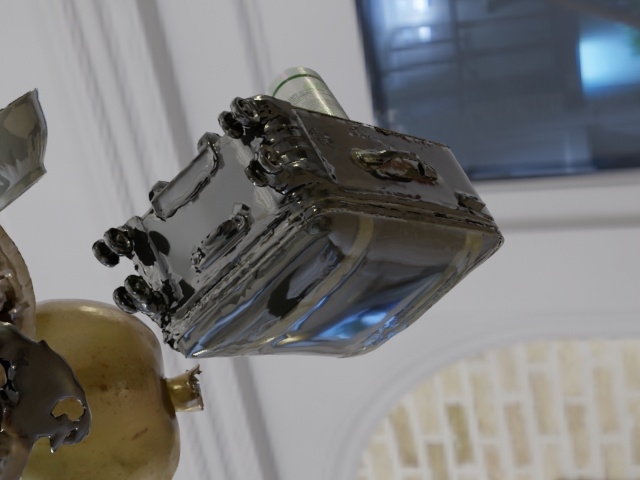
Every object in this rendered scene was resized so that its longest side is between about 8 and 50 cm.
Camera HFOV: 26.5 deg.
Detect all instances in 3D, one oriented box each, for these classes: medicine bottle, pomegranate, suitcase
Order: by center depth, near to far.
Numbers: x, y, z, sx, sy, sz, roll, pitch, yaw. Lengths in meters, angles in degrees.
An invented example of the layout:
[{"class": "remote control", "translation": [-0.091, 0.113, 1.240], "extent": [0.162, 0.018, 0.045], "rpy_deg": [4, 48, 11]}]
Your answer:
[{"class": "suitcase", "translation": [0.000, 0.000, 1.485], "extent": [0.434, 0.283, 0.194], "rpy_deg": [6, -132, -53]}, {"class": "pomegranate", "translation": [-0.296, 0.206, 1.637], "extent": [0.319, 0.319, 0.319], "rpy_deg": [-3, -90, -72]}, {"class": "medicine bottle", "translation": [-0.009, -0.148, 1.719], "extent": [0.183, 0.086, 0.086], "rpy_deg": [-119, 13, -58]}]

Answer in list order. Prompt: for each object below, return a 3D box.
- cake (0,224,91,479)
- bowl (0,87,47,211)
[{"class": "cake", "translation": [-0.295, 0.120, 0.899], "extent": [0.332, 0.321, 0.332], "rpy_deg": [-38, -37, -36]}, {"class": "bowl", "translation": [-0.371, -0.085, 1.560], "extent": [0.086, 0.189, 0.189], "rpy_deg": [50, -153, -8]}]
